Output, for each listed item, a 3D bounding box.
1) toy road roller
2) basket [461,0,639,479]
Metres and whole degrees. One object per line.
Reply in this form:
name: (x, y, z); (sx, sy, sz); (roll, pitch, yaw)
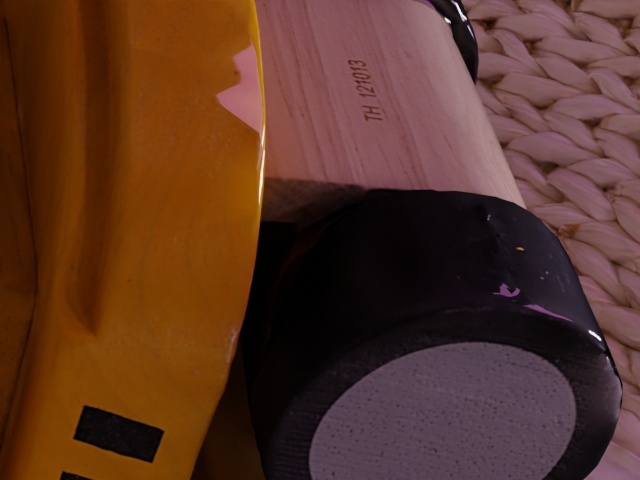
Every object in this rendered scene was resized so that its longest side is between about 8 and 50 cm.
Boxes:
toy road roller: (-0.082, 0.044, 0.559); (0.240, 0.330, 0.202); (5, 41, -19)
basket: (0.170, 0.063, 0.794); (0.328, 0.266, 0.331); (29, -15, 51)
